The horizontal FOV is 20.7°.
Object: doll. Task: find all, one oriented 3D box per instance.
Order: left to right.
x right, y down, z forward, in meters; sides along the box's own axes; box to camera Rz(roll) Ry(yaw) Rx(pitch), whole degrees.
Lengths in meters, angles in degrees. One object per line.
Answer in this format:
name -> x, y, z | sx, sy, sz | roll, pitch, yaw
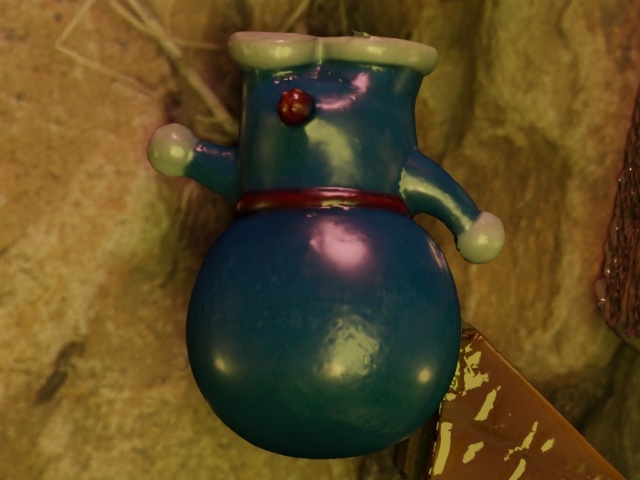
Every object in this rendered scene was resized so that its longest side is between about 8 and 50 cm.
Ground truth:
doll -> 0.000, 0.000, 1.036 | 0.215, 0.161, 0.257 | 3, 81, 14

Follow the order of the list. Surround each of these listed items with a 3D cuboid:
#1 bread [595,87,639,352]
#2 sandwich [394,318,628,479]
bread -> 0.286, -0.082, 1.106 | 0.183, 0.102, 0.337 | 9, 94, -16
sandwich -> 0.139, 0.109, 1.107 | 0.163, 0.079, 0.113 | 9, 95, -13
